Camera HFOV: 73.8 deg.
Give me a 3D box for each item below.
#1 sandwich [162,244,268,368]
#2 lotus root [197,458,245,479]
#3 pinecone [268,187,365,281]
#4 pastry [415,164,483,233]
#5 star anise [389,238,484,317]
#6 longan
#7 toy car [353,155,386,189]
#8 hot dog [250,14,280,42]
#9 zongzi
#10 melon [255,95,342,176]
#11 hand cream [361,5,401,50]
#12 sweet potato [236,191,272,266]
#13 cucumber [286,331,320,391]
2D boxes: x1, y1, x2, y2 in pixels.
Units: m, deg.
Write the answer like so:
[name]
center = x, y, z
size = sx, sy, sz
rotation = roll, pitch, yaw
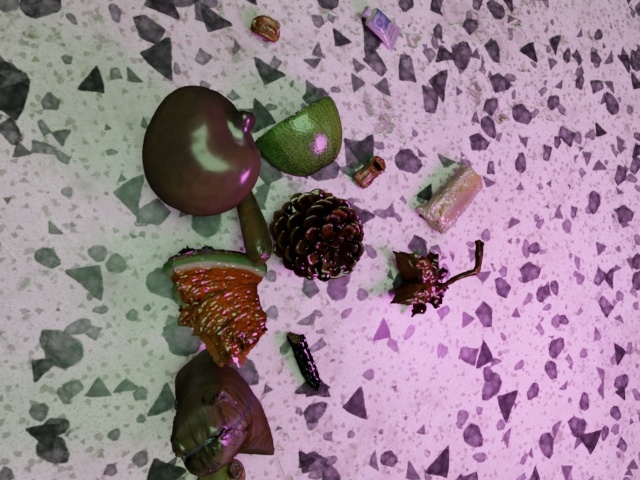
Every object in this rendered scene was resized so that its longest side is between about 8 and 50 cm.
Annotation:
[sandwich]
center = -0.240, 0.170, 1.039
size = 0.250, 0.162, 0.301
rotation = -1, 58, -33
[lotus root]
center = -0.235, 0.576, 1.032
size = 0.090, 0.183, 0.077
rotation = 19, 39, -30
[pinecone]
center = 0.003, 0.000, 1.075
size = 0.246, 0.292, 0.246
rotation = -5, 108, -15
[pastry]
center = 0.424, -0.134, 1.343
size = 0.258, 0.089, 0.121
rotation = -41, 115, -14
[star anise]
center = 0.340, 0.097, 1.267
size = 0.346, 0.148, 0.237
rotation = -29, 102, -6
[longan]
center = -0.267, -0.205, 0.985
size = 0.300, 0.243, 0.300
rotation = 3, 104, 14
[toy car]
center = 0.150, -0.204, 1.265
size = 0.122, 0.035, 0.059
rotation = -43, 99, -15
[hot dog]
center = -0.148, -0.580, 1.164
size = 0.083, 0.035, 0.058
rotation = 18, 85, -19
[zongzi]
center = -0.189, 0.457, 0.967
size = 0.160, 0.323, 0.360
rotation = -33, 106, -3
[melon]
center = -0.019, -0.274, 1.157
size = 0.265, 0.129, 0.169
rotation = -36, 103, -19
[hand cream]
center = 0.185, -0.652, 1.290
size = 0.142, 0.053, 0.084
rotation = 27, 78, -28
[sweet potato]
center = -0.184, -0.066, 1.088
size = 0.075, 0.075, 0.273
rotation = -15, 74, -21
[cucumber]
center = -0.041, 0.331, 1.168
size = 0.053, 0.053, 0.182
rotation = -23, 98, -20
